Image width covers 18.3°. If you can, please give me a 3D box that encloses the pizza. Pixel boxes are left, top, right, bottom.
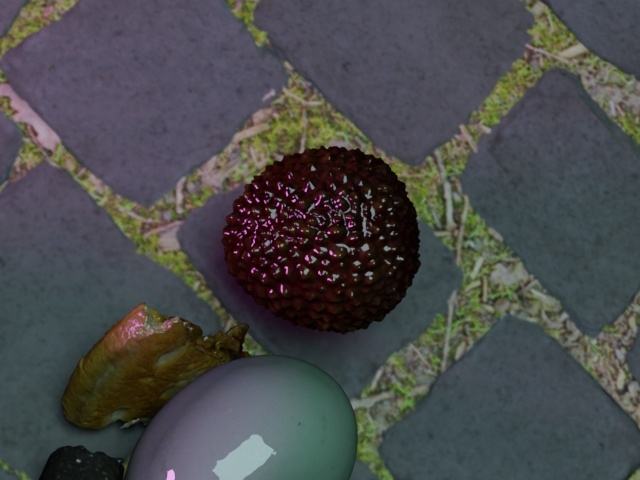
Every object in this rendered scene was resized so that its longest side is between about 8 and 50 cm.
[{"bbox_3d":[-0.132,0.104,1.795,0.194,0.154,0.069,4,44,-46],"label":"pizza"}]

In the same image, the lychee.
[{"bbox_3d":[0.000,0.000,1.825,0.188,0.188,0.188,6,70,-17],"label":"lychee"}]

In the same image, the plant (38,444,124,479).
[{"bbox_3d":[-0.217,0.251,1.713,0.092,0.094,0.143,21,61,-17],"label":"plant"}]

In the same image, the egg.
[{"bbox_3d":[-0.070,0.195,1.739,0.231,0.168,0.168,-33,85,-26],"label":"egg"}]
